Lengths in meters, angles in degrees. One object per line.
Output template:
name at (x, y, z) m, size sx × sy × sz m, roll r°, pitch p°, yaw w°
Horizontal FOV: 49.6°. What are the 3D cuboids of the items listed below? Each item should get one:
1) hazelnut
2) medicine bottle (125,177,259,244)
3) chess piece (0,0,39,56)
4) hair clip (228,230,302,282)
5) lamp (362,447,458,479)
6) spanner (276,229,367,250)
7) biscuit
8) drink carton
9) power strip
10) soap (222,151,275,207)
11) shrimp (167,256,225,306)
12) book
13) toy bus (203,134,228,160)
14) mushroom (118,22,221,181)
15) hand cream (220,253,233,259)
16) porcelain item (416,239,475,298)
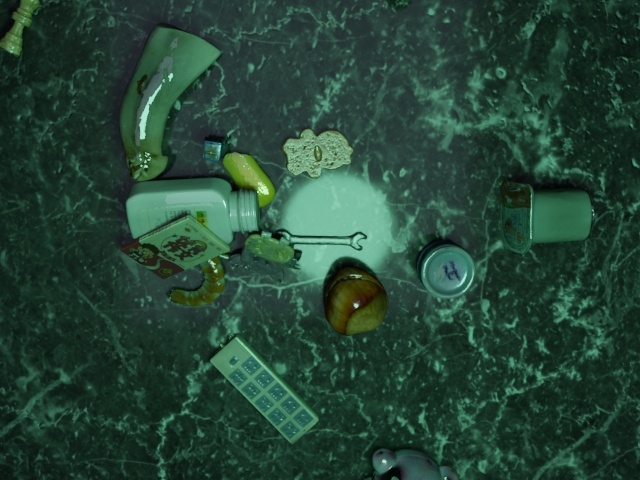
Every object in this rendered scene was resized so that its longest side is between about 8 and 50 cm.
hazelnut at (0.095, 0.158, 1.832) m, size 0.182 × 0.182 × 0.182 m, roll 0°, pitch 99°, yaw -2°
medicine bottle at (-0.320, -0.069, 1.780) m, size 0.324 × 0.124 × 0.179 m, roll -3°, pitch 125°, yaw 2°
chess piece at (-0.750, -0.551, 1.739) m, size 0.060 × 0.060 × 0.172 m, roll 25°, pitch 93°, yaw -6°
hair clip at (-0.130, 0.040, 1.824) m, size 0.187 × 0.056 × 0.146 m, roll 13°, pitch 131°, yaw -25°
lamp at (0.220, 0.724, 1.880) m, size 0.247 × 0.247 × 0.301 m, roll 19°, pitch 105°, yaw -2°
spanner at (0.000, 0.000, 1.871) m, size 0.254 × 0.015 × 0.054 m, roll 1°, pitch 98°, yaw -2°
biscuit at (-0.010, -0.236, 1.830) m, size 0.184 × 0.027 × 0.134 m, roll -24°, pitch 98°, yaw 0°
drink carton at (0.588, -0.062, 1.818) m, size 0.189 × 0.185 × 0.191 m, roll -3°, pitch 97°, yaw -13°
power strip at (-0.158, 0.404, 1.912) m, size 0.106 × 0.043 × 0.367 m, roll -43°, pitch 98°, yaw 4°
soap at (-0.186, -0.165, 1.829) m, size 0.089 × 0.033 × 0.169 m, roll -29°, pitch 100°, yaw 3°
shrimp at (-0.340, 0.098, 1.863) m, size 0.166 × 0.049 × 0.161 m, roll -12°, pitch 100°, yaw 7°
book at (-0.371, 0.021, 1.772) m, size 0.231 × 0.022 × 0.162 m, roll -21°, pitch 140°, yaw 24°
toy bus at (-0.264, -0.236, 1.757) m, size 0.051 × 0.153 × 0.061 m, roll 7°, pitch 104°, yaw -3°
mushroom at (-0.414, -0.346, 1.752) m, size 0.177 × 0.126 × 0.397 m, roll 26°, pitch 93°, yaw -14°
hand cream at (-0.228, 0.050, 1.864) m, size 0.102 × 0.035 × 0.022 m, roll 17°, pitch 104°, yaw -10°
porcelain item at (0.331, 0.075, 1.846) m, size 0.147 × 0.114 × 0.147 m, roll 0°, pitch 100°, yaw -1°
